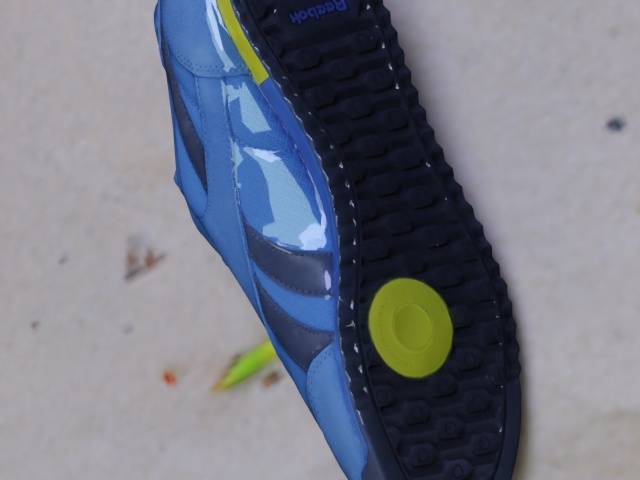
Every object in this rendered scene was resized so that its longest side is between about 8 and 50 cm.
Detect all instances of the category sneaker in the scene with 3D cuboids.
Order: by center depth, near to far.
[{"bbox_3d":[0.000,0.000,0.611,0.082,0.069,0.209,-29,79,53],"label":"sneaker"}]
